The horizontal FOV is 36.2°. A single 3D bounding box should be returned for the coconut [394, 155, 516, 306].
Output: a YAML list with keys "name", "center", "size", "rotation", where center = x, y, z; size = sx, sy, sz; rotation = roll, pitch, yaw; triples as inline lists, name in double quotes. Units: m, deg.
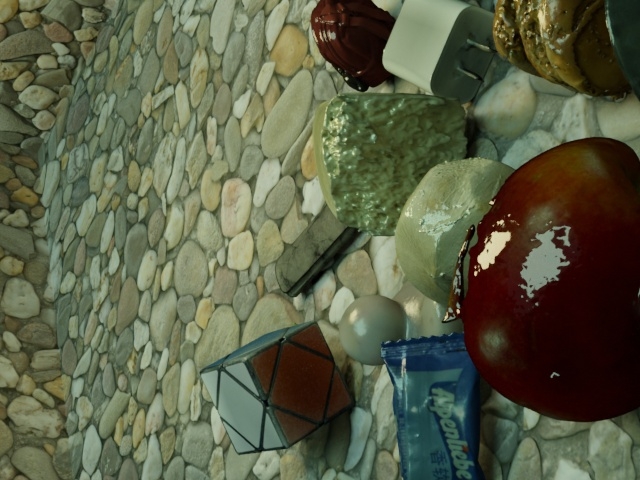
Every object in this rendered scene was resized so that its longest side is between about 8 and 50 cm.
- name: "coconut"
  center: [0.252, -0.007, 1.657]
  size: [0.245, 0.245, 0.247]
  rotation: [-41, 14, 42]

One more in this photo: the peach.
- name: "peach"
  center: [0.382, 0.061, 1.377]
  size: [0.310, 0.335, 0.406]
  rotation: [29, 97, 56]

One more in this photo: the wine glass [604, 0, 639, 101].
- name: "wine glass"
  center: [0.609, -0.337, 1.265]
  size: [0.406, 0.267, 0.267]
  rotation: [-20, 63, 47]

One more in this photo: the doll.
- name: "doll"
  center: [0.150, 0.158, 1.802]
  size: [0.251, 0.221, 0.221]
  rotation: [-32, 54, 47]

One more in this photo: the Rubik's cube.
- name: "Rubik's cube"
  center: [-0.093, 0.308, 2.052]
  size: [0.205, 0.205, 0.207]
  rotation: [-21, 96, 52]

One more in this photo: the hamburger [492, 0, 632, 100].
- name: "hamburger"
  center: [0.424, -0.345, 1.569]
  size: [0.245, 0.260, 0.211]
  rotation: [-31, 18, -8]

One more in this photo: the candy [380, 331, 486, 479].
- name: "candy"
  center: [0.198, 0.327, 1.696]
  size: [0.187, 0.077, 0.331]
  rotation: [-5, 88, 13]

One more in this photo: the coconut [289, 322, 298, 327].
- name: "coconut"
  center: [-0.051, 0.228, 2.190]
  size: [0.088, 0.088, 0.096]
  rotation: [-39, 54, 43]

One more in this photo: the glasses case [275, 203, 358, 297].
- name: "glasses case"
  center: [0.000, 0.000, 2.210]
  size: [0.299, 0.060, 0.114]
  rotation: [-49, 43, 36]

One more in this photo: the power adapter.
- name: "power adapter"
  center: [0.250, -0.374, 1.911]
  size: [0.255, 0.124, 0.187]
  rotation: [43, 116, 53]

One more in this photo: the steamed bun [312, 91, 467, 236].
- name: "steamed bun"
  center: [0.122, -0.144, 1.891]
  size: [0.273, 0.290, 0.272]
  rotation: [-168, 85, -74]

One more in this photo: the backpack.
- name: "backpack"
  center: [0.076, -0.443, 2.108]
  size: [0.139, 0.229, 0.229]
  rotation: [-32, 54, 43]
